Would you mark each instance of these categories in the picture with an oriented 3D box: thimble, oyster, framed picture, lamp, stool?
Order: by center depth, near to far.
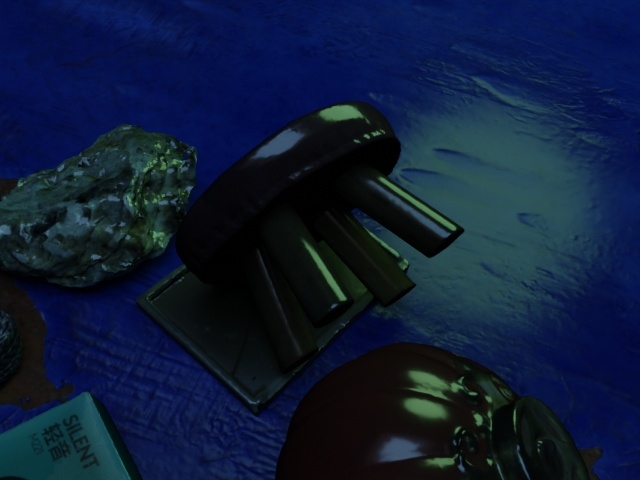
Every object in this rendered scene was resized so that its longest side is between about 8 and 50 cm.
[{"bbox_3d":[0.097,0.237,0.678,0.303,0.257,0.303,34,35,-29],"label":"lamp"},{"bbox_3d":[0.000,0.000,0.832,0.272,0.272,0.178,-31,76,-23],"label":"stool"},{"bbox_3d":[-0.382,0.120,0.843,0.104,0.066,0.095,-3,53,-7],"label":"thimble"},{"bbox_3d":[-0.275,-0.040,0.939,0.198,0.112,0.267,29,61,15],"label":"oyster"},{"bbox_3d":[-0.052,0.052,0.947,0.209,0.019,0.281,40,61,21],"label":"framed picture"}]

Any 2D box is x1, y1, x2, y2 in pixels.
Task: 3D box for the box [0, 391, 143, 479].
[{"bbox_3d":[-0.298,0.301,0.693,0.311,0.118,0.205,-25,62,-20],"label":"box"}]
